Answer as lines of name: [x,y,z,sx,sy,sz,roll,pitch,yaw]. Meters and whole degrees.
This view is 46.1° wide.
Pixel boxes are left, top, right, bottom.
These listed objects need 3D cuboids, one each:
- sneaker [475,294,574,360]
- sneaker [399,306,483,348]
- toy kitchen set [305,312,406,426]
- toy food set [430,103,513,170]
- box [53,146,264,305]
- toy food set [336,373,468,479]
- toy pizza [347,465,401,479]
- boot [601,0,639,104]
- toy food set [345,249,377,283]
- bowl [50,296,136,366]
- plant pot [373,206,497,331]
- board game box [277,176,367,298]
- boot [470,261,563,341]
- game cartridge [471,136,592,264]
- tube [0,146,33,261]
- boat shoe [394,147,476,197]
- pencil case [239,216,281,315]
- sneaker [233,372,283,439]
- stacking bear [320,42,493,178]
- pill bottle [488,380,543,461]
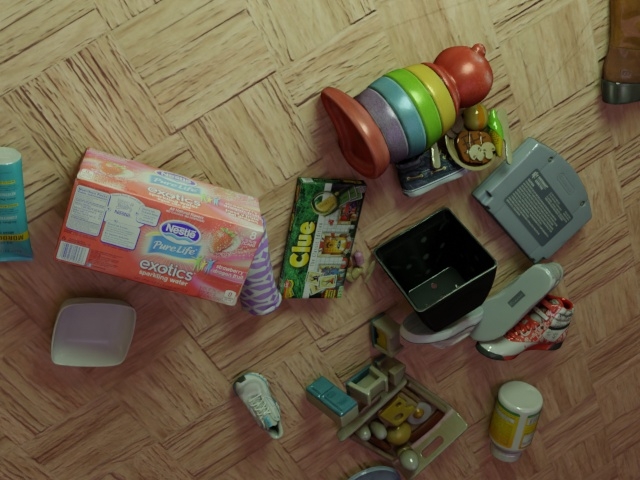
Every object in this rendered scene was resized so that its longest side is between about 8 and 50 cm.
sneaker: [0.502,0.202,1.831,0.270,0.090,0.144,-3,121,-29]
sneaker: [0.272,0.204,1.687,0.258,0.094,0.091,-8,125,-40]
toy kitchen set: [0.075,0.273,1.672,0.207,0.122,0.166,-32,132,-31]
toy food set: [0.297,-0.201,1.455,0.192,0.038,0.132,-7,86,-22]
box: [-0.259,-0.023,1.228,0.300,0.142,0.154,16,114,-17]
toy food set: [0.209,0.471,1.859,0.220,0.092,0.306,-45,129,7]
toy pizza: [0.120,0.664,1.982,0.201,0.032,0.201,-12,124,-18]
boot: [0.685,-0.438,1.520,0.264,0.096,0.280,-12,118,-10]
toy food set: [0.052,0.049,1.553,0.122,0.019,0.077,15,113,-25]
bowl: [-0.417,0.160,1.372,0.142,0.053,0.142,6,119,-29]
plant pot: [0.247,0.079,1.575,0.188,0.188,0.167,-31,142,-5]
board game box: [0.000,0.000,1.476,0.136,0.030,0.259,2,119,-18]
boot: [0.465,0.145,1.772,0.258,0.095,0.123,-43,160,30]
game cartridge: [0.476,-0.088,1.649,0.198,0.062,0.297,-47,129,3]
tube: [-0.504,-0.049,1.201,0.080,0.052,0.207,2,127,-16]
boat shoe: [0.234,-0.159,1.474,0.183,0.065,0.083,-29,127,-7]
pencil case: [-0.124,0.048,1.425,0.088,0.086,0.206,-46,141,-38]
sneaker: [-0.124,0.363,1.632,0.071,0.083,0.190,-31,128,-3]
stacking bear: [0.175,-0.246,1.337,0.289,0.164,0.175,-32,129,-10]
pill bottle: [0.514,0.487,2.004,0.118,0.117,0.208,-9,124,-21]
